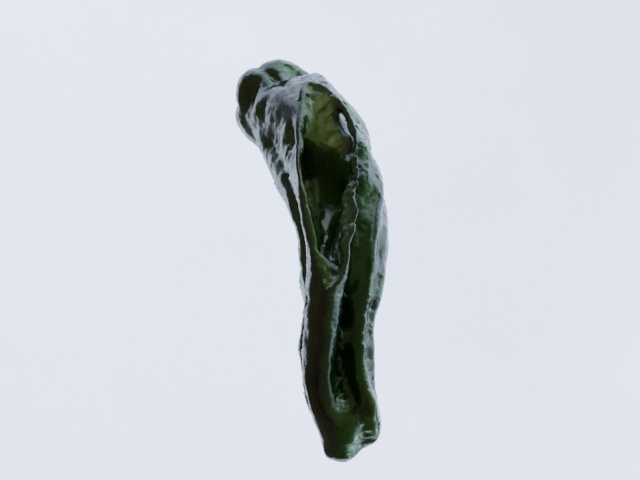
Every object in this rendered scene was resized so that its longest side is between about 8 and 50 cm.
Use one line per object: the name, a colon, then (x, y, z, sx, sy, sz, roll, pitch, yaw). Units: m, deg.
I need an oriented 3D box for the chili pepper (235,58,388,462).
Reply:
chili pepper: (0.003, 0.000, 0.799, 0.073, 0.050, 0.182, -43, -131, 54)
